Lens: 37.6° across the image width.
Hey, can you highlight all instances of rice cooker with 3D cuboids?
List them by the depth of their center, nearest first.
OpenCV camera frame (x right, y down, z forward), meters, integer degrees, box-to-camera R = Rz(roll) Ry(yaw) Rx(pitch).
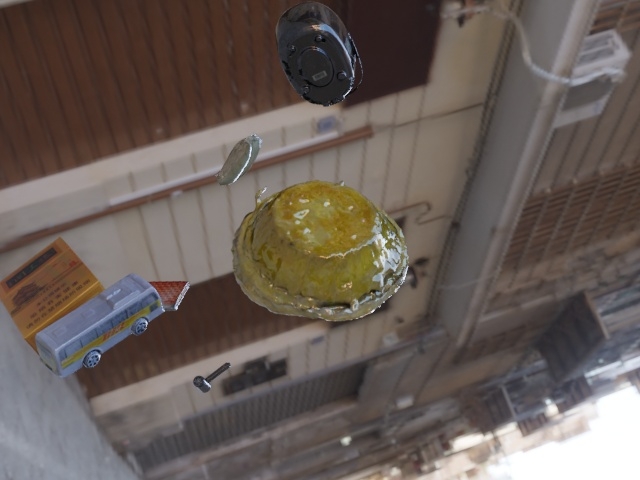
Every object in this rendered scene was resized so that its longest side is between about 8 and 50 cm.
[{"bbox_3d":[-0.005,-0.341,1.752,0.203,0.142,0.118,58,19,-33],"label":"rice cooker"}]

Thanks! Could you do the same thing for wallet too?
[{"bbox_3d":[-0.421,0.135,2.276,0.103,0.196,0.020,-68,149,-49],"label":"wallet"}]

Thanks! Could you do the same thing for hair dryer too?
[{"bbox_3d":[-0.219,0.277,1.925,0.026,0.083,0.047,53,-7,25],"label":"hair dryer"}]

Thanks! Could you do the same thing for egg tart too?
[{"bbox_3d":[0.000,0.000,1.937,0.169,0.388,0.388,96,-25,-44],"label":"egg tart"}]

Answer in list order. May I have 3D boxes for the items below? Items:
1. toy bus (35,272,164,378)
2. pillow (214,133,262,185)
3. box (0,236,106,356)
[{"bbox_3d":[-0.319,0.120,1.360,0.064,0.190,0.075,30,-38,34],"label":"toy bus"},{"bbox_3d":[-0.178,-0.177,2.071,0.053,0.119,0.208,30,11,-1],"label":"pillow"},{"bbox_3d":[-0.529,0.110,1.858,0.274,0.174,0.076,33,-24,54],"label":"box"}]
